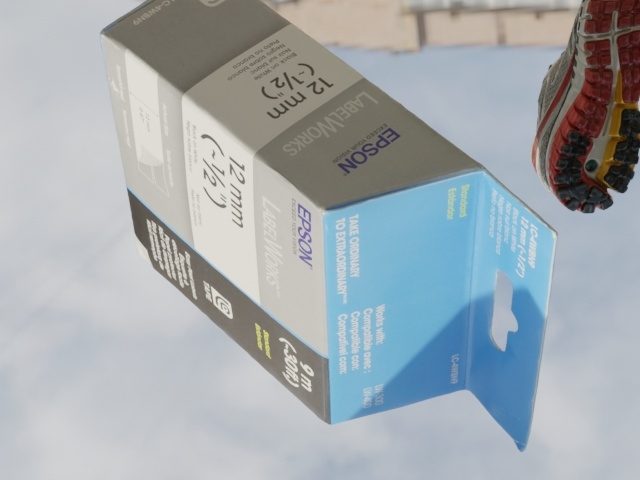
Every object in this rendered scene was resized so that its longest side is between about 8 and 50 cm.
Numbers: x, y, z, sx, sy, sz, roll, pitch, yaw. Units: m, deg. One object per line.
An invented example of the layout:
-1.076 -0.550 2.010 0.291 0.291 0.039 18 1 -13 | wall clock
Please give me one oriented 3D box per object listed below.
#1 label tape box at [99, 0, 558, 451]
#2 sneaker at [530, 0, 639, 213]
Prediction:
0.000 0.000 1.229 0.115 0.249 0.347 -34 -123 -24 | label tape box
0.214 -0.140 1.346 0.088 0.225 0.093 14 -168 -22 | sneaker
